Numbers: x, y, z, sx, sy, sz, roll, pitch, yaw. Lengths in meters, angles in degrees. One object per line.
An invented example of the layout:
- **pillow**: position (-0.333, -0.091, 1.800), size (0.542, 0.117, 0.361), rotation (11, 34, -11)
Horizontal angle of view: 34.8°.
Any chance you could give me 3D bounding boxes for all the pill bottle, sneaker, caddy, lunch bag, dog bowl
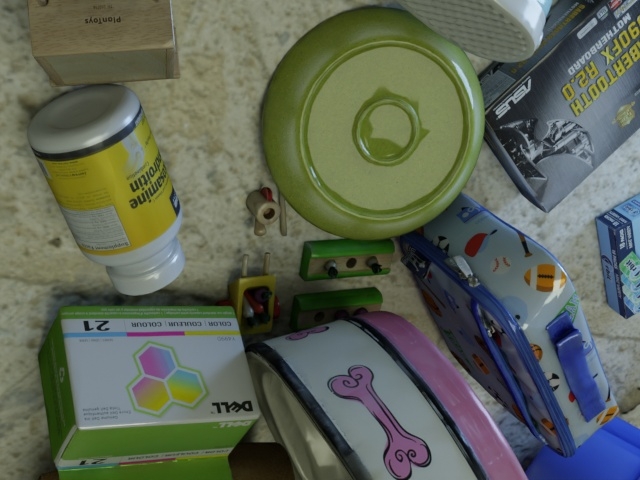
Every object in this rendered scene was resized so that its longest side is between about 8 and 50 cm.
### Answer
- **pill bottle**: position (-0.187, -0.042, 0.937), size (0.103, 0.103, 0.184), rotation (-27, 127, -13)
- **sneaker**: position (0.084, -0.321, 0.936), size (0.366, 0.135, 0.150), rotation (35, 67, -33)
- **caddy**: position (0.357, 0.388, 1.385), size (0.241, 0.179, 0.341), rotation (2, 120, -60)
- **lunch bag**: position (0.213, 0.096, 1.147), size (0.115, 0.243, 0.303), rotation (-37, 129, -6)
- **dog bowl**: position (0.084, 0.254, 1.063), size (0.150, 0.408, 0.408), rotation (-29, 127, -14)

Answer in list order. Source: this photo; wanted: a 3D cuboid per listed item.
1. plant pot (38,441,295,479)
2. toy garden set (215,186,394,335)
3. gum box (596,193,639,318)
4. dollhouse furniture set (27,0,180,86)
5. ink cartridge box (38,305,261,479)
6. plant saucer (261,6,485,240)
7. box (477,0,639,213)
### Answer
- **plant pot**: position (-0.180, 0.324, 1.093), size (0.254, 0.237, 0.237), rotation (10, 112, -19)
- **toy garden set**: position (0.000, 0.000, 1.098), size (0.204, 0.049, 0.244), rotation (-4, 118, -27)
- **gum box**: position (0.458, -0.003, 1.352), size (0.184, 0.041, 0.157), rotation (-29, 127, -12)
- **dollhouse furniture set**: position (-0.202, -0.311, 0.816), size (0.303, 0.174, 0.355), rotation (-6, 91, -9)
- **ink cartridge box**: position (-0.154, 0.195, 0.988), size (0.189, 0.255, 0.097), rotation (2, 143, -29)
- **plant saucer**: position (0.062, -0.112, 1.031), size (0.241, 0.037, 0.241), rotation (-4, 105, -16)
- **box**: position (0.288, -0.170, 1.154), size (0.231, 0.056, 0.183), rotation (-42, 128, -1)
